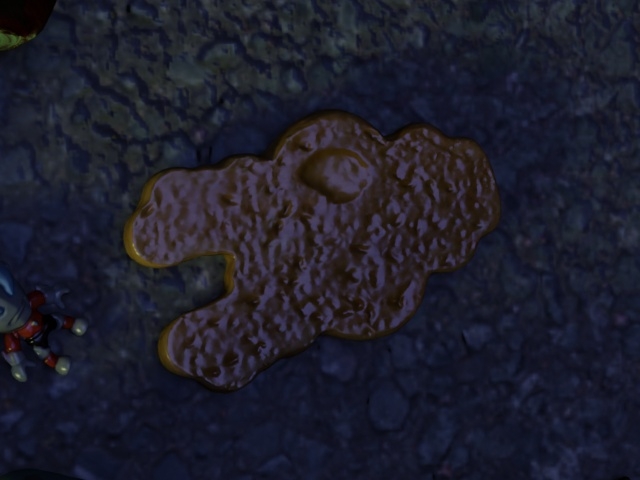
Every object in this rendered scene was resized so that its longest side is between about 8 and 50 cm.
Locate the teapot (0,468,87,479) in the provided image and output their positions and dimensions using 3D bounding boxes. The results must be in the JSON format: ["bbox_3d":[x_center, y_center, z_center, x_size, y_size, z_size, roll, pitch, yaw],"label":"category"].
[{"bbox_3d":[-0.119,0.223,0.880,0.225,0.171,0.203,13,112,-11],"label":"teapot"}]

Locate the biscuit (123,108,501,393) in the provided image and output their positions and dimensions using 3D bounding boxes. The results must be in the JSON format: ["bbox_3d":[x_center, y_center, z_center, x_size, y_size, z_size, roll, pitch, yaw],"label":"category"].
[{"bbox_3d":[0.000,-0.004,1.007,0.236,0.040,0.144,-19,99,-20],"label":"biscuit"}]

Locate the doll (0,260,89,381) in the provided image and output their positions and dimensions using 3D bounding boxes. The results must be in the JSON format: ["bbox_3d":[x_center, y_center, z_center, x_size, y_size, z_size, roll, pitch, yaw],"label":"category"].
[{"bbox_3d":[-0.188,0.036,0.941,0.114,0.039,0.057,32,92,-19],"label":"doll"}]

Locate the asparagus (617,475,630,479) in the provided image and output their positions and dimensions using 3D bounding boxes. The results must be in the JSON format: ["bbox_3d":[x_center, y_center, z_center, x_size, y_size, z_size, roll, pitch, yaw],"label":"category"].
[{"bbox_3d":[0.164,0.188,1.052,0.108,0.021,0.025,-34,97,-17],"label":"asparagus"}]

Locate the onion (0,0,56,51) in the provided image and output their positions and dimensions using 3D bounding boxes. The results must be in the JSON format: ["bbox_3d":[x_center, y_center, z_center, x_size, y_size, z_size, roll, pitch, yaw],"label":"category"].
[{"bbox_3d":[-0.201,-0.158,0.915,0.117,0.118,0.119,7,84,-13],"label":"onion"}]
